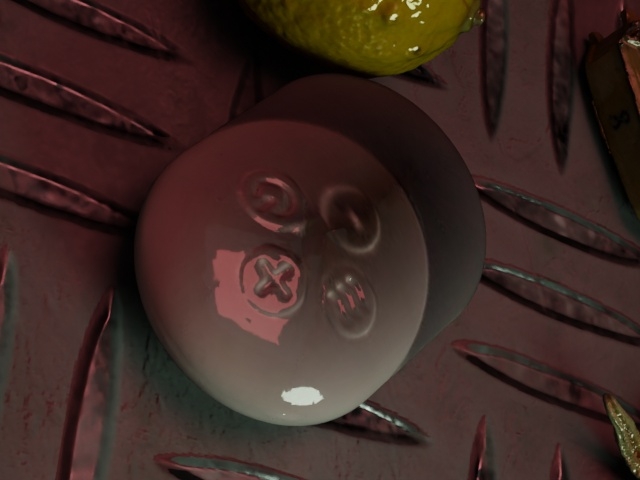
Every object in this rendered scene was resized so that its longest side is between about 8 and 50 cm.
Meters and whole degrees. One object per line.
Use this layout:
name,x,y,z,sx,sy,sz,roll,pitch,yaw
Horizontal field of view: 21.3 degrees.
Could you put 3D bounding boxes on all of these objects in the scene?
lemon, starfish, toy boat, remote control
lemon,0.027,-0.229,1.331,0.231,0.192,0.192,27,51,2
starfish,0.300,0.195,1.414,0.223,0.050,0.217,45,42,-25
toy boat,0.303,-0.101,1.555,0.088,0.068,0.226,0,67,-43
remote control,0.000,0.000,1.256,0.221,0.103,0.332,54,46,-3
